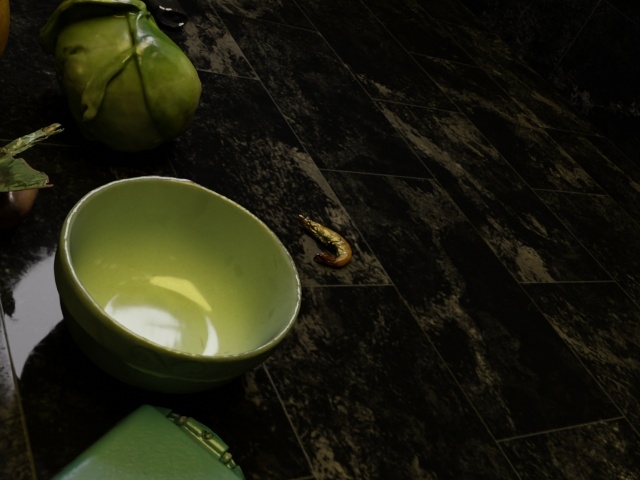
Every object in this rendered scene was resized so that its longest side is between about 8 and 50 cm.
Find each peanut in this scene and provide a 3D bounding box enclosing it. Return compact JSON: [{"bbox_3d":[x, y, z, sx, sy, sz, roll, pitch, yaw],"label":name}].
[{"bbox_3d":[-0.441,-0.072,1.065,0.076,0.076,0.152,17,32,-18],"label":"peanut"}]

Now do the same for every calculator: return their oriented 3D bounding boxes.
[{"bbox_3d":[-0.198,0.285,0.784,0.173,0.051,0.293,37,35,10],"label":"calculator"}]

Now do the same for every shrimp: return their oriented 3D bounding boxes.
[{"bbox_3d":[0.000,0.000,1.335,0.127,0.025,0.091,39,36,10],"label":"shrimp"}]

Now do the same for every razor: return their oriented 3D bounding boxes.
[{"bbox_3d":[-0.370,-0.554,1.776,0.090,0.054,0.148,-1,44,-37],"label":"razor"}]

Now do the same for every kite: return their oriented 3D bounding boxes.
[{"bbox_3d":[-0.482,-0.109,1.050,0.267,0.013,0.323,-31,40,-29],"label":"kite"}]

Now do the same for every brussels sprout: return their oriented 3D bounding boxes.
[{"bbox_3d":[-0.337,-0.279,1.277,0.294,0.227,0.259,40,23,-58],"label":"brussels sprout"}]

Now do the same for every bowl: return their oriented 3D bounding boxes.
[{"bbox_3d":[-0.192,0.074,0.969,0.307,0.163,0.307,20,34,-14],"label":"bowl"}]

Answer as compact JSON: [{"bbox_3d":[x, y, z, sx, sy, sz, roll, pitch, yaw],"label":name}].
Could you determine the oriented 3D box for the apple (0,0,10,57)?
[{"bbox_3d":[-0.631,-0.336,1.028,0.374,0.374,0.384,40,20,16],"label":"apple"}]
